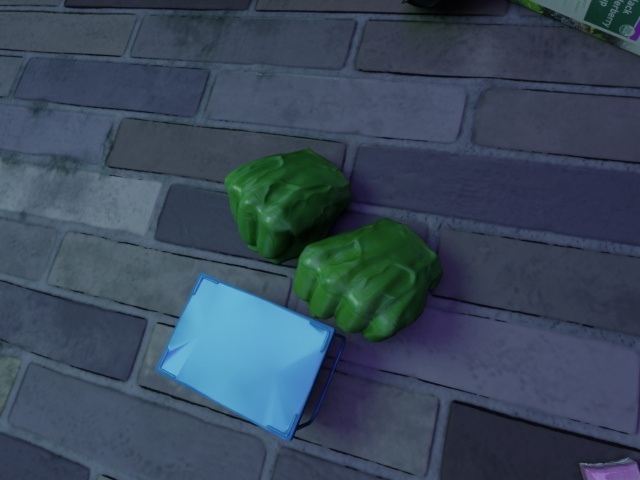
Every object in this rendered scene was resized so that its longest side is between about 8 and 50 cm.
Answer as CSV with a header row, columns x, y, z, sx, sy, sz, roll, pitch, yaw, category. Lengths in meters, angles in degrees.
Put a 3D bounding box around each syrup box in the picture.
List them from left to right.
x,y,z,sx,sy,sz,roll,pitch,yaw,category
0.350,-0.324,0.552,0.237,0.093,0.096,39,86,21,syrup box

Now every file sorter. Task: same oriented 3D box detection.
x,y,z,sx,sy,sz,roll,pitch,yaw,category
-0.072,0.130,0.525,0.170,0.104,0.118,20,80,19,file sorter

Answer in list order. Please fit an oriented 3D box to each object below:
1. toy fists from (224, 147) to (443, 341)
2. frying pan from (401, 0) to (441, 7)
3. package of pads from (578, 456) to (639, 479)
x,y,z,sx,sy,sz,roll,pitch,yaw,category
0.000,0.000,0.524,0.279,0.142,0.096,45,133,21,toy fists
0.216,-0.423,0.609,0.053,0.197,0.326,42,61,-13,frying pan
0.288,0.255,0.433,0.050,0.032,0.083,-13,71,12,package of pads
